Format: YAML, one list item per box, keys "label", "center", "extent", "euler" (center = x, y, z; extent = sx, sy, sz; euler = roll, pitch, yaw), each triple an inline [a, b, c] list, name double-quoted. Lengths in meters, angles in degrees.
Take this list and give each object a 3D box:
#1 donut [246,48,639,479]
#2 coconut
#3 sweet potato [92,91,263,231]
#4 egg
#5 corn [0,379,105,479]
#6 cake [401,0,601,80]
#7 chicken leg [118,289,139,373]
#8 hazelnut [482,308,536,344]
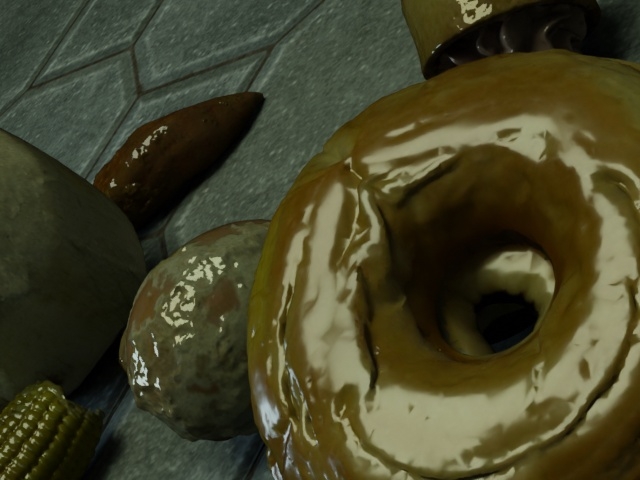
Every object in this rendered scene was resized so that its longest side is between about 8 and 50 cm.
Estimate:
- label: "donut"
  center: [0.139, 0.062, 1.268]
  extent: [0.448, 0.198, 0.449]
  euler: [-13, 58, 22]
- label: "coconut"
  center: [-0.401, 0.049, 2.092]
  extent: [0.415, 0.415, 0.345]
  euler: [9, 69, 60]
- label: "sweet potato"
  center: [-0.224, -0.085, 2.275]
  extent: [0.354, 0.095, 0.106]
  euler: [-39, -15, 8]
- label: "egg"
  center: [-0.081, 0.083, 1.702]
  extent: [0.233, 0.195, 0.195]
  euler: [-51, 25, -13]
- label: "corn"
  center: [-0.357, 0.300, 1.881]
  extent: [0.344, 0.131, 0.131]
  euler: [-55, 26, -16]
- label: "cake"
  center: [0.185, -0.195, 1.752]
  extent: [0.185, 0.178, 0.208]
  euler: [-15, -4, -6]
- label: "chicken leg"
  center: [-0.138, 0.067, 1.904]
  extent: [0.207, 0.085, 0.101]
  euler: [-51, 28, 23]
- label: "hazelnut"
  center: [0.132, -0.005, 1.538]
  extent: [0.208, 0.208, 0.208]
  euler: [-36, 27, 22]
